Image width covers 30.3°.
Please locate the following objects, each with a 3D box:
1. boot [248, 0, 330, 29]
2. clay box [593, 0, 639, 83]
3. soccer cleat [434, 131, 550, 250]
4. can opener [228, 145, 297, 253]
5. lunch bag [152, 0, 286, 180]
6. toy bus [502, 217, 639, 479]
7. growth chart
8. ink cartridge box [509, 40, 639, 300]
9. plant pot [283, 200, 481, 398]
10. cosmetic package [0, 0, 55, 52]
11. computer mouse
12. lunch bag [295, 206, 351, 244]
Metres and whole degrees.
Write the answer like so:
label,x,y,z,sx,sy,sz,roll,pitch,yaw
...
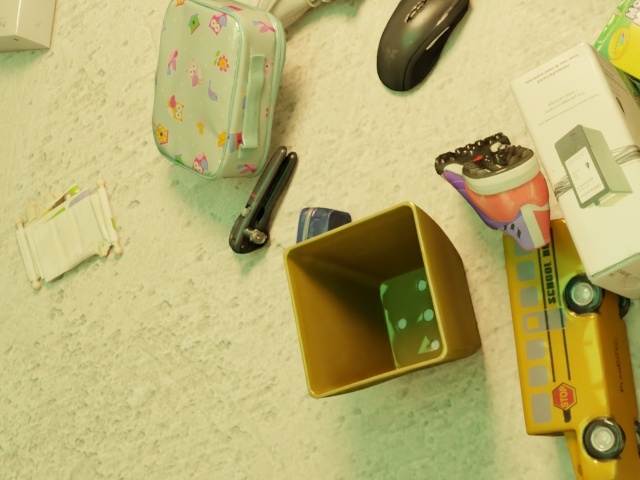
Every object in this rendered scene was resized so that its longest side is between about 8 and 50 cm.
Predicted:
label,x,y,z,sx,sy,sz,roll,pitch,yaw
boot,-0.003,-0.401,1.821,0.258,0.095,0.123,-52,51,14
clay box,0.456,-0.250,1.510,0.222,0.053,0.127,36,101,32
soccer cleat,0.224,-0.066,1.525,0.109,0.318,0.116,-23,101,0
can opener,-0.092,-0.062,1.842,0.073,0.059,0.186,32,100,34
lunch bag,-0.158,-0.234,1.844,0.224,0.108,0.279,26,115,42
toy bus,0.322,0.143,1.494,0.130,0.108,0.332,-13,74,32
growth chart,-0.455,-0.016,2.102,0.237,0.021,0.172,-24,68,29
ink cartridge box,0.361,-0.080,1.454,0.115,0.198,0.272,-28,67,25
plant pot,0.104,0.091,1.604,0.212,0.187,0.212,-22,70,30
cosmetic package,-0.666,-0.509,2.291,0.377,0.097,0.284,3,81,35
computer mouse,0.137,-0.363,1.742,0.262,0.060,0.184,-52,59,15
lunch bag,0.000,0.000,1.764,0.065,0.067,0.098,6,86,35
